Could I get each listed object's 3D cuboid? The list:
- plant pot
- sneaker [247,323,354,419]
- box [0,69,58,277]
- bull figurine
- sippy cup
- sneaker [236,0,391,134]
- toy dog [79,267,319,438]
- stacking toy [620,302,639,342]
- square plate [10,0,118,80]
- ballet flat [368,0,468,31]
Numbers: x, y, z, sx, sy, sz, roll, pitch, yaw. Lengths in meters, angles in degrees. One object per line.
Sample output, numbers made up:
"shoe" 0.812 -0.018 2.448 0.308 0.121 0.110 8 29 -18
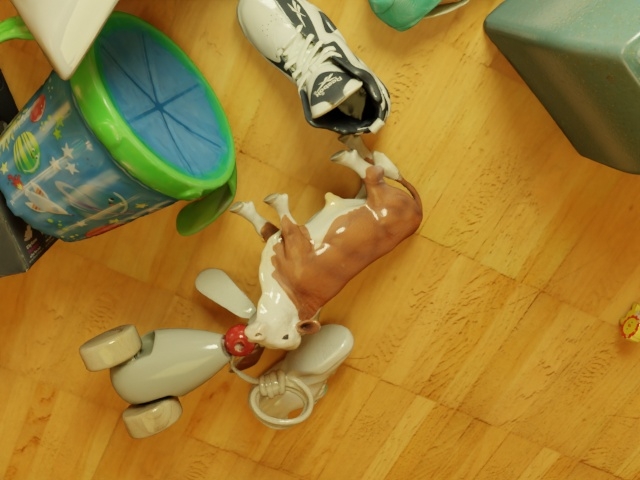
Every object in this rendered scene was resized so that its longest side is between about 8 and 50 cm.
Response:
"plant pot" 0.374 -0.220 0.692 0.248 0.252 0.247 -40 107 16
"sneaker" -0.013 0.212 0.990 0.094 0.080 0.212 37 116 -27
"box" -0.470 -0.091 0.809 0.165 0.143 0.270 -12 113 6
"bull figurine" 0.000 0.000 0.824 0.310 0.101 0.188 -37 112 -21
"sippy cup" -0.262 -0.115 0.766 0.224 0.240 0.305 -27 101 23
"sneaker" -0.005 -0.207 0.751 0.094 0.153 0.235 -40 108 14
"toy dog" -0.172 0.157 0.933 0.333 0.161 0.220 -2 102 -7
"stacking toy" 0.579 0.087 0.937 0.167 0.052 0.221 24 111 -10
"square plate" -0.231 -0.378 0.594 0.344 0.347 0.049 -53 146 16
"ballet flat" 0.173 -0.333 0.746 0.247 0.083 0.087 -30 135 13
